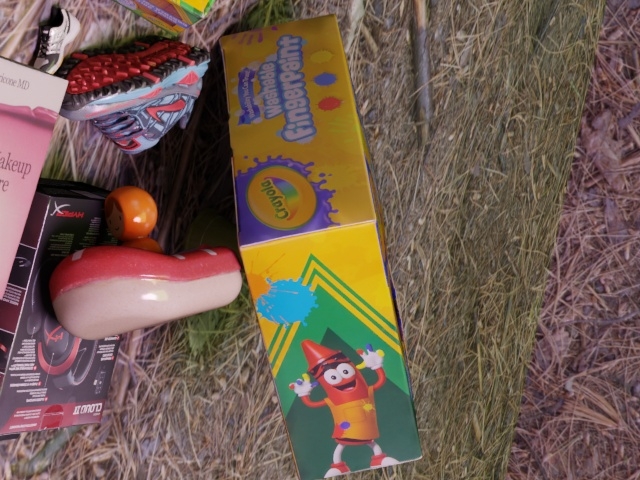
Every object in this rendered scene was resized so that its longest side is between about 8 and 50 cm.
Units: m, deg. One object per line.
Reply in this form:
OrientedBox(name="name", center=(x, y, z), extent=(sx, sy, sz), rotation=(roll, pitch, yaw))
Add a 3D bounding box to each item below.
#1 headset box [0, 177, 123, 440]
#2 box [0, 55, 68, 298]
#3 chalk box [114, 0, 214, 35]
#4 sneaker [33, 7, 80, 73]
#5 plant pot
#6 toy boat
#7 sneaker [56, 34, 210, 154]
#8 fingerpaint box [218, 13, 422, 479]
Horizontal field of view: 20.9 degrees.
OrientedBox(name="headset box", center=(-0.311, 0.083, 1.892), extent=(0.218, 0.110, 0.293), rotation=(2, 104, -64))
OrientedBox(name="box", center=(-0.360, -0.073, 1.664), extent=(0.149, 0.127, 0.232), rotation=(12, 96, -65))
OrientedBox(name="chalk box", center=(-0.170, -0.308, 1.843), extent=(0.132, 0.132, 0.213), rotation=(-63, -168, -8))
OrientedBox(name="sneaker", center=(-0.289, -0.211, 1.844), extent=(0.037, 0.032, 0.083), rotation=(49, 56, -46))
OrientedBox(name="plant pot", center=(-0.123, 0.007, 2.273), extent=(0.083, 0.079, 0.083), rotation=(-45, 144, -46))
OrientedBox(name="toy boat", center=(-0.192, 0.016, 1.835), extent=(0.231, 0.151, 0.151), rotation=(-11, 85, -63))
OrientedBox(name="sneaker", center=(-0.209, -0.150, 1.960), extent=(0.262, 0.104, 0.125), rotation=(-24, 130, -58))
OrientedBox(name="fingerpaint box", center=(0.000, 0.000, 2.115), extent=(0.444, 0.163, 0.371), rotation=(-99, 177, -53))
